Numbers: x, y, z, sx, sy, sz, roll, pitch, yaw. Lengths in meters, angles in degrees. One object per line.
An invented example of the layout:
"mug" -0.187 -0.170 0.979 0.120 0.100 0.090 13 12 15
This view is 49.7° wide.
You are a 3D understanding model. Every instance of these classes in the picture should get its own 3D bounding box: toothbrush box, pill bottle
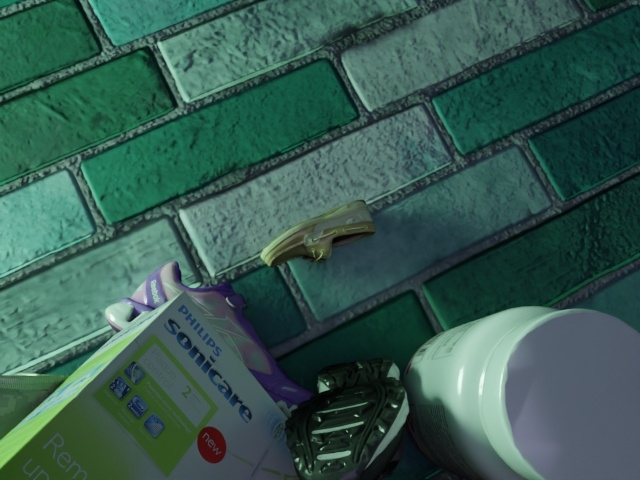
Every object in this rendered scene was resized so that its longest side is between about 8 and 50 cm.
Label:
"toothbrush box" -0.151 0.209 0.546 0.206 0.122 0.283 53 33 -9
"pill bottle" 0.178 0.147 0.632 0.160 0.283 0.161 1 77 -5

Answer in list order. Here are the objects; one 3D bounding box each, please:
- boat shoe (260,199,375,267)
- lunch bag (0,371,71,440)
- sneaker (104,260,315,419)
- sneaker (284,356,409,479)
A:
"boat shoe" 0.000 0.000 0.767 0.135 0.050 0.045 -26 76 -11
"lunch bag" -0.366 0.230 0.616 0.286 0.169 0.236 4 76 0
"sneaker" -0.099 0.101 0.716 0.236 0.095 0.105 31 68 3
"sneaker" 0.039 0.178 0.624 0.100 0.271 0.108 -12 89 9
